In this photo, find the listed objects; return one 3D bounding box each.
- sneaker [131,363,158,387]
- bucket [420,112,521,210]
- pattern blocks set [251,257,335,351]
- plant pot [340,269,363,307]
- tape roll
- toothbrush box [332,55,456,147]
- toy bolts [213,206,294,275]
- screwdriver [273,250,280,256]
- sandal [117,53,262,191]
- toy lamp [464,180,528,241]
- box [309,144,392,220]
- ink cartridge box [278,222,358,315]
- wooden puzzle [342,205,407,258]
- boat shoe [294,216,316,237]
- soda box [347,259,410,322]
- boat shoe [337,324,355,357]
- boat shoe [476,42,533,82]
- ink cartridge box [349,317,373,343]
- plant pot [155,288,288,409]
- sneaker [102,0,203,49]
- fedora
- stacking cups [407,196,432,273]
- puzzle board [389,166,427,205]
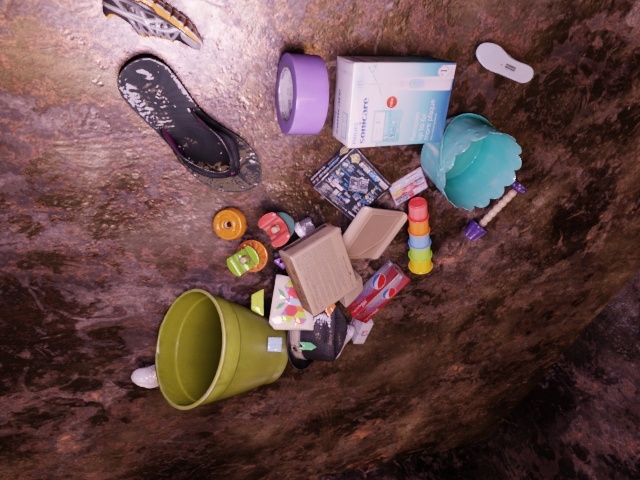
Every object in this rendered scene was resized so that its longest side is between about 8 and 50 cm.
[{"bbox_3d":[-0.576,0.470,1.598,0.232,0.090,0.115,1,121,-35],"label":"sneaker"},{"bbox_3d":[0.469,-0.255,1.374,0.281,0.183,0.281,-13,131,-15],"label":"bucket"},{"bbox_3d":[-0.090,0.208,1.446,0.285,0.325,0.026,-4,163,-16],"label":"pattern blocks set"},{"bbox_3d":[0.100,0.164,1.622,0.096,0.109,0.109,-28,135,-18],"label":"plant pot"},{"bbox_3d":[-0.050,-0.357,1.058,0.080,0.189,0.189,-4,129,-20],"label":"tape roll"},{"bbox_3d":[0.192,-0.380,1.172,0.295,0.126,0.216,-6,121,-18],"label":"toothbrush box"},{"bbox_3d":[-0.192,-0.031,1.341,0.228,0.158,0.218,-29,94,14],"label":"toy bolts"},{"bbox_3d":[-0.085,0.040,1.496,0.169,0.025,0.024,-7,130,-30],"label":"screwdriver"},{"bbox_3d":[-0.314,-0.251,1.086,0.167,0.107,0.446,-38,133,10],"label":"sandal"},{"bbox_3d":[0.665,-0.110,1.654,0.080,0.080,0.275,23,114,-36],"label":"toy lamp"},{"bbox_3d":[0.098,-0.182,1.363,0.175,0.051,0.220,-43,131,13],"label":"box"},{"bbox_3d":[-0.001,0.092,1.386,0.193,0.088,0.235,-31,118,-23],"label":"ink cartridge box"},{"bbox_3d":[0.171,-0.024,1.507,0.238,0.044,0.221,5,126,-45],"label":"wooden puzzle"},{"bbox_3d":[0.000,0.000,1.460,0.076,0.080,0.228,-36,125,9],"label":"boat shoe"},{"bbox_3d":[0.225,0.206,1.712,0.083,0.092,0.263,28,113,-39],"label":"soda box"},{"bbox_3d":[0.071,0.426,1.851,0.075,0.083,0.226,25,125,-3],"label":"boat shoe"},{"bbox_3d":[0.532,-0.521,1.268,0.183,0.083,0.065,26,116,-8],"label":"boat shoe"},{"bbox_3d":[0.168,0.362,1.819,0.052,0.088,0.122,5,125,-24],"label":"ink cartridge box"},{"bbox_3d":[-0.306,0.372,1.476,0.353,0.366,0.366,19,119,-47],"label":"plant pot"},{"bbox_3d":[-0.353,-0.466,0.915,0.215,0.084,0.083,25,117,-26],"label":"sneaker"},{"bbox_3d":[0.007,0.325,1.572,0.152,0.334,0.334,10,138,24],"label":"fedora"},{"bbox_3d":[0.372,-0.020,1.598,0.096,0.096,0.316,-18,130,-9],"label":"stacking cups"},{"bbox_3d":[0.302,-0.183,1.479,0.128,0.011,0.096,-32,133,3],"label":"puzzle board"}]
